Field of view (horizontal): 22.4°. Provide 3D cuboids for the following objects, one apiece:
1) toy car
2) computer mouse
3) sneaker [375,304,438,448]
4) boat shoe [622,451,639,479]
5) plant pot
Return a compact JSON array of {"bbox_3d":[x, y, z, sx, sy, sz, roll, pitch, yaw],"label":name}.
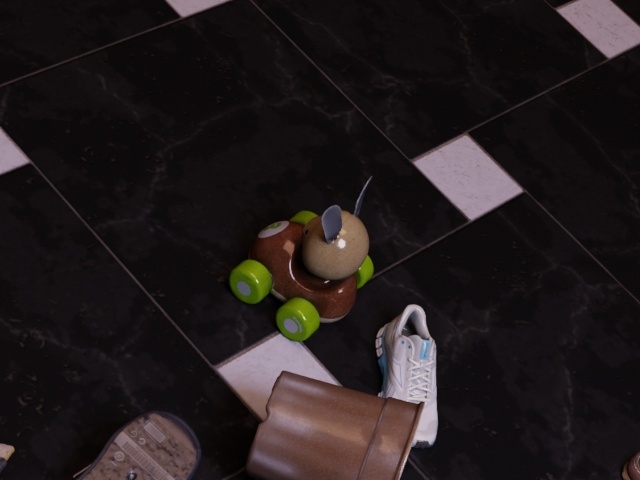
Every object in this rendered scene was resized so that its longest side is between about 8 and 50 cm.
[{"bbox_3d":[0.000,0.000,1.967,0.149,0.188,0.155,38,46,10],"label":"toy car"},{"bbox_3d":[-0.260,0.264,1.711,0.184,0.060,0.262,37,57,4],"label":"computer mouse"},{"bbox_3d":[0.110,0.159,1.953,0.071,0.083,0.191,7,50,-21],"label":"sneaker"},{"bbox_3d":[0.477,0.310,1.994,0.207,0.073,0.073,25,46,-1],"label":"boat shoe"},{"bbox_3d":[0.011,0.231,1.800,0.165,0.167,0.167,19,45,3],"label":"plant pot"}]
